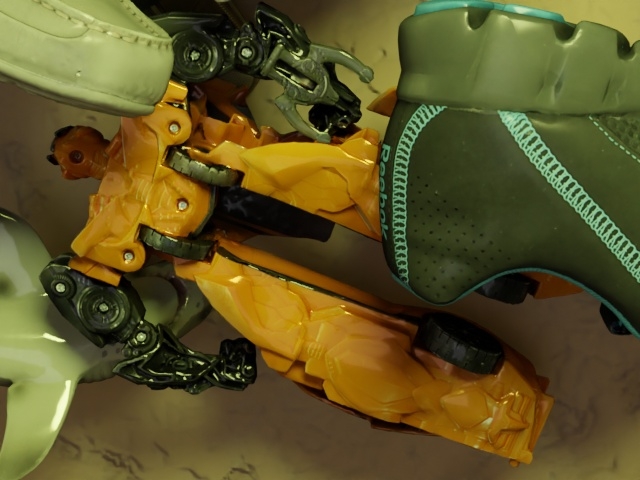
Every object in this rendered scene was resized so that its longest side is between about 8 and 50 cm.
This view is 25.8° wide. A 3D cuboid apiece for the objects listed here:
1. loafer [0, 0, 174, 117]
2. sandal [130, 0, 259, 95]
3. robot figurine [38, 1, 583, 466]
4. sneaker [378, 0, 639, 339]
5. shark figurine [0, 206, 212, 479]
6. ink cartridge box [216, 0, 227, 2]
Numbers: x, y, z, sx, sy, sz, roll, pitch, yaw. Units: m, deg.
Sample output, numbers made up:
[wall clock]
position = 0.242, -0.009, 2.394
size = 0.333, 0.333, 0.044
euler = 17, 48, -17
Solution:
[loafer]
position = -0.181, -0.168, 0.675
size = 0.319, 0.112, 0.111
euler = 38, 105, 25
[sandal]
position = -0.088, -0.153, 0.743
size = 0.072, 0.049, 0.180
euler = -23, 115, 23
[robot figurine]
position = 0.000, 0.000, 0.729
size = 0.291, 0.085, 0.211
euler = 22, 106, -2
[sneaker]
position = 0.191, -0.018, 0.654
size = 0.341, 0.125, 0.139
euler = 10, 100, -6
[shark figurine]
position = -0.213, 0.034, 0.799
size = 0.278, 0.116, 0.166
euler = 25, 76, -4
[ink cartridge box]
position = -0.028, -0.300, 0.640
size = 0.226, 0.131, 0.306
euler = -30, 97, 19
